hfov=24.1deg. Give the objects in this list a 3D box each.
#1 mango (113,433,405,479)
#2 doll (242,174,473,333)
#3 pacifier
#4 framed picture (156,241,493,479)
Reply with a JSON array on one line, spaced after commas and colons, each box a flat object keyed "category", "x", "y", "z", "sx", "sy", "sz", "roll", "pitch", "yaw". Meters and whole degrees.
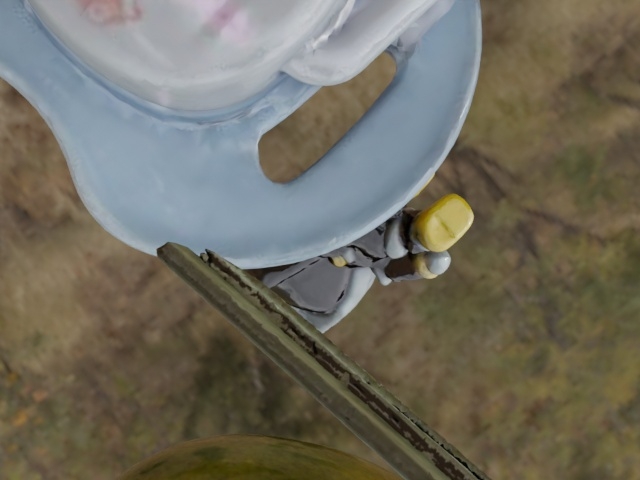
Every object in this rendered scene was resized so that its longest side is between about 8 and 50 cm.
[{"category": "mango", "x": 0.021, "y": 0.185, "z": 0.704, "sx": 0.146, "sy": 0.129, "sz": 0.289, "roll": -13, "pitch": 130, "yaw": 28}, {"category": "doll", "x": -0.002, "y": -0.004, "z": 1.227, "sx": 0.316, "sy": 0.145, "sz": 0.103, "roll": -21, "pitch": -134, "yaw": 57}, {"category": "pacifier", "x": -0.060, "y": -0.121, "z": 0.685, "sx": 0.238, "sy": 0.287, "sz": 0.226, "roll": -48, "pitch": 180, "yaw": -14}, {"category": "framed picture", "x": 0.091, "y": 0.118, "z": 0.467, "sx": 0.018, "sy": 0.293, "sz": 0.231, "roll": -49, "pitch": 142, "yaw": -3}]
